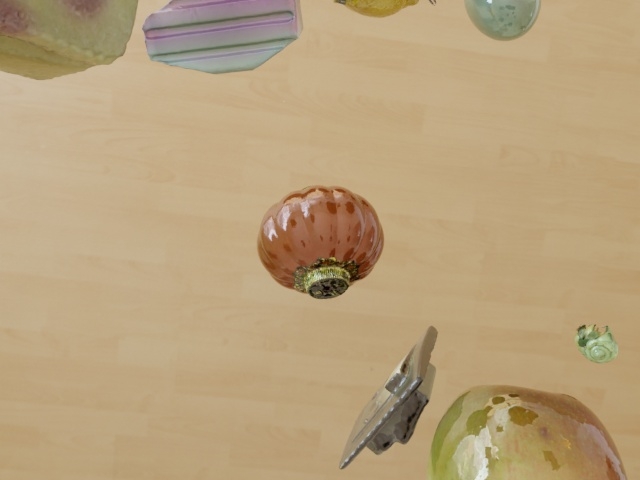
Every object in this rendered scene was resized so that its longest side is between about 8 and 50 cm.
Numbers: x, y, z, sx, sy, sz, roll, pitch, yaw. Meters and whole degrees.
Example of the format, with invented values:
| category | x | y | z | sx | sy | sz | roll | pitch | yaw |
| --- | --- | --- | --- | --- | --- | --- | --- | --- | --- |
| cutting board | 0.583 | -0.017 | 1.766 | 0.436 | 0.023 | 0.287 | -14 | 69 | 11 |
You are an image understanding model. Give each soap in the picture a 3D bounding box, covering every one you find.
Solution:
| category | x | y | z | sx | sy | sz | roll | pitch | yaw |
| --- | --- | --- | --- | --- | --- | --- | --- | --- | --- |
| soap | -0.203 | -0.454 | 1.242 | 0.324 | 0.109 | 0.192 | -6 | 114 | 5 |

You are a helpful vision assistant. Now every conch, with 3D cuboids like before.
| category | x | y | z | sx | sy | sz | roll | pitch | yaw |
| --- | --- | --- | --- | --- | --- | --- | --- | --- | --- |
| conch | 0.671 | 0.238 | 1.452 | 0.106 | 0.170 | 0.079 | 38 | 116 | 8 |

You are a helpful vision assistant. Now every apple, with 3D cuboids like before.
| category | x | y | z | sx | sy | sz | roll | pitch | yaw |
| --- | --- | --- | --- | --- | --- | --- | --- | --- | --- |
| apple | 0.327 | 0.375 | 0.961 | 0.319 | 0.319 | 0.277 | 0 | 78 | -3 |

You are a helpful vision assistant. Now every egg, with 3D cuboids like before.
| category | x | y | z | sx | sy | sz | roll | pitch | yaw |
| --- | --- | --- | --- | --- | --- | --- | --- | --- | --- |
| egg | 0.425 | -0.568 | 1.385 | 0.168 | 0.230 | 0.168 | -7 | 147 | -4 |

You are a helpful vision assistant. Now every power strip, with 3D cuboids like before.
| category | x | y | z | sx | sy | sz | roll | pitch | yaw |
| --- | --- | --- | --- | --- | --- | --- | --- | --- | --- |
| power strip | 0.154 | 0.312 | 1.151 | 0.092 | 0.257 | 0.251 | 32 | 110 | 9 |

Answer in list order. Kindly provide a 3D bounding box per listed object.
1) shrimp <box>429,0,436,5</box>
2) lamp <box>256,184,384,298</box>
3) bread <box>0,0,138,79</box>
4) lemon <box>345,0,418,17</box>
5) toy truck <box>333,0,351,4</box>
| category | x | y | z | sx | sy | sz | roll | pitch | yaw |
| --- | --- | --- | --- | --- | --- | --- | --- | --- | --- |
| shrimp | 0.174 | -0.435 | 0.979 | 0.038 | 0.029 | 0.092 | -30 | 121 | 28 |
| lamp | 0.000 | 0.000 | 1.029 | 0.223 | 0.196 | 0.223 | -6 | 148 | -4 |
| bread | -0.332 | -0.242 | 0.481 | 0.187 | 0.338 | 0.155 | 0 | 87 | 34 |
| lemon | 0.114 | -0.638 | 1.350 | 0.288 | 0.233 | 0.233 | 39 | 98 | -8 |
| toy truck | 0.028 | -0.369 | 0.787 | 0.052 | 0.123 | 0.062 | 8 | 137 | -13 |
